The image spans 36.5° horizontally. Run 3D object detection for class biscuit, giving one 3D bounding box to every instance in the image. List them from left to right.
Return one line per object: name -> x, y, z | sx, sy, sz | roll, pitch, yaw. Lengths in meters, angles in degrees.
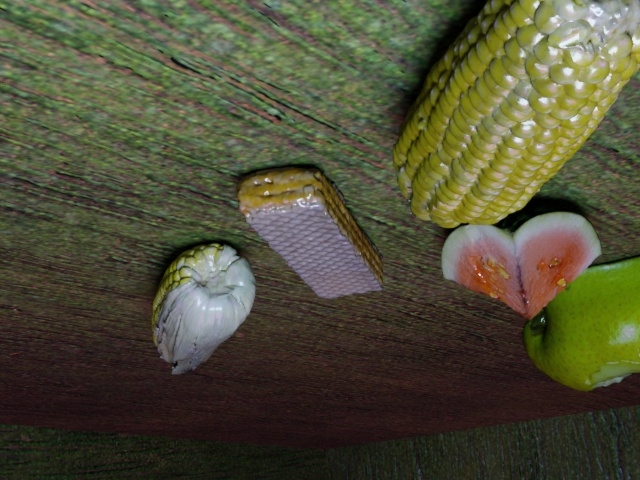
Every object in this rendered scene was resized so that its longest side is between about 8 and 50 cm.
biscuit -> 0.000, 0.000, 1.123 | 0.094, 0.054, 0.379 | -7, 162, 11

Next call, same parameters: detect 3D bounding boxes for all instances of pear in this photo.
pear -> 0.446, 0.144, 1.484 | 0.281, 0.176, 0.286 | -10, 160, 23

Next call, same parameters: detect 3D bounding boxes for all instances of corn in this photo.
corn -> -0.158, 0.095, 1.273 | 0.122, 0.123, 0.305 | -1, 163, -14
corn -> 0.140, -0.101, 0.727 | 0.130, 0.130, 0.347 | 0, 161, -13

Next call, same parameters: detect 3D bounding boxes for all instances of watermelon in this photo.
watermelon -> 0.222, 0.008, 1.153 | 0.193, 0.137, 0.145 | 14, -170, -43
